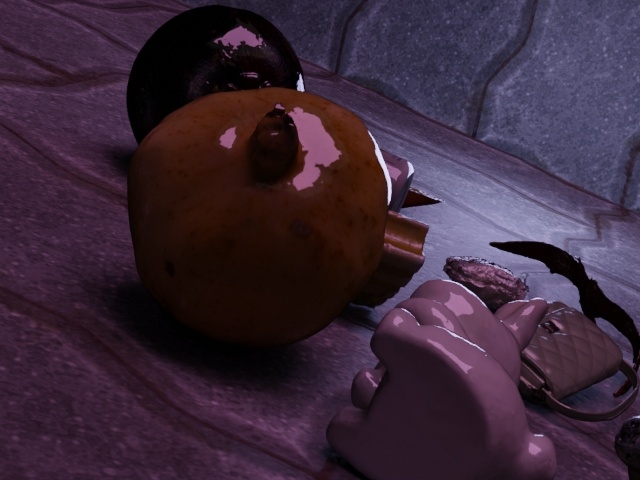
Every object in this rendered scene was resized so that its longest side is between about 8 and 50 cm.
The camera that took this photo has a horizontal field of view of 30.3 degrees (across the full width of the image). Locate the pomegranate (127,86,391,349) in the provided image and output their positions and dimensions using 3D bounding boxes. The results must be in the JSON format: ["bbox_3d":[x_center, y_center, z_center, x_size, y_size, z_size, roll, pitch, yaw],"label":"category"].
[{"bbox_3d":[-0.076,-0.040,1.416,0.342,0.342,0.342,21,16,-6],"label":"pomegranate"}]

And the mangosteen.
[{"bbox_3d":[-0.184,-0.241,2.006,0.330,0.330,0.330,21,16,-6],"label":"mangosteen"}]

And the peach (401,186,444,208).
[{"bbox_3d":[0.110,-0.102,2.379,0.279,0.068,0.189,22,8,5],"label":"peach"}]

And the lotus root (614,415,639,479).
[{"bbox_3d":[0.500,0.294,1.434,0.349,0.175,0.175,19,16,-14],"label":"lotus root"}]

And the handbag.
[{"bbox_3d":[0.365,0.183,1.749,0.219,0.079,0.256,36,29,30],"label":"handbag"}]

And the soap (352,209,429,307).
[{"bbox_3d":[0.000,0.000,1.710,0.274,0.173,0.089,19,55,-14],"label":"soap"}]

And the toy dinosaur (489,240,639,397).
[{"bbox_3d":[0.417,0.106,1.967,0.327,0.113,0.206,58,-9,9],"label":"toy dinosaur"}]

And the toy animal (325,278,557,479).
[{"bbox_3d":[0.172,0.170,1.372,0.241,0.196,0.367,32,19,7],"label":"toy animal"}]

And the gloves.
[{"bbox_3d":[0.286,0.068,2.050,0.153,0.070,0.114,24,16,5],"label":"gloves"}]

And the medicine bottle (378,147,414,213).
[{"bbox_3d":[0.013,-0.126,2.159,0.288,0.157,0.157,25,16,9],"label":"medicine bottle"}]
